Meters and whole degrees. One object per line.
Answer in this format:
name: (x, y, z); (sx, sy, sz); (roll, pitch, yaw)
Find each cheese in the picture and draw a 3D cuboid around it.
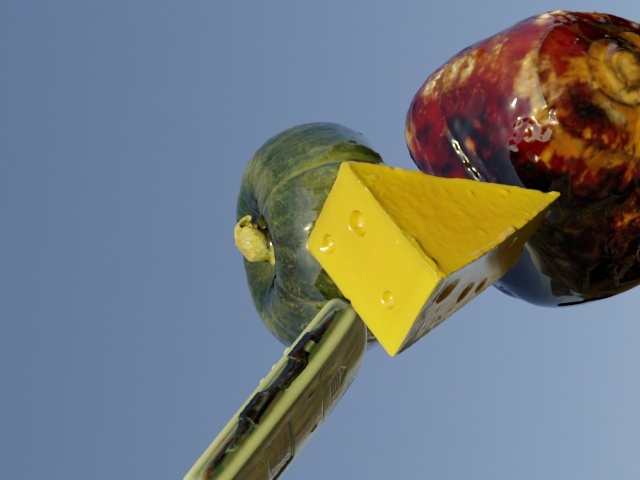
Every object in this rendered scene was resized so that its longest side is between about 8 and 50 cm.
cheese: (0.102, 0.002, 1.218); (0.171, 0.126, 0.093); (-11, -40, -35)

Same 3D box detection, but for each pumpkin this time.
pumpkin: (0.000, 0.000, 1.947); (0.207, 0.300, 0.300); (-7, -77, -18)

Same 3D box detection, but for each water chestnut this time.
water chestnut: (0.221, -0.078, 1.421); (0.289, 0.244, 0.289); (-10, -64, -21)

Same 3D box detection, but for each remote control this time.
remote control: (-0.045, 0.192, 1.707); (0.296, 0.056, 0.140); (-51, -22, -28)
